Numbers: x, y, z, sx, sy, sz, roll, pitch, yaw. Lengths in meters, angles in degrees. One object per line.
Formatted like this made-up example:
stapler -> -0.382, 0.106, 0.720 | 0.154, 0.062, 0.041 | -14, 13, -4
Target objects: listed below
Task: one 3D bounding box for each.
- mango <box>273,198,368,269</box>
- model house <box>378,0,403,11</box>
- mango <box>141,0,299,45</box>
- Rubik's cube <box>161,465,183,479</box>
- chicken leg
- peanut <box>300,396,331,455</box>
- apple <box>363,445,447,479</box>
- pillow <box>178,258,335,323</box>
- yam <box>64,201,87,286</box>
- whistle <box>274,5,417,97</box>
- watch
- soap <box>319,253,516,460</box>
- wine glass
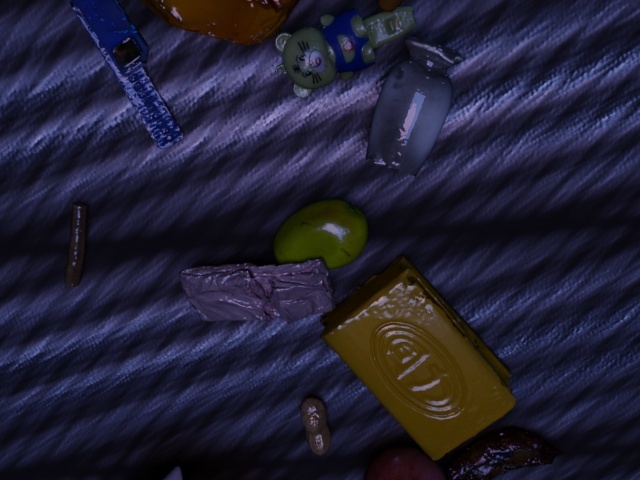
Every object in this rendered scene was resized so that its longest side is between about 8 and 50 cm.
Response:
mango -> -0.001, -0.006, 1.077 | 0.163, 0.089, 0.117 | -14, 120, 5
model house -> 0.146, -0.477, 0.919 | 0.271, 0.190, 0.301 | 20, 120, -8
mango -> -0.192, -0.396, 0.930 | 0.350, 0.201, 0.199 | 30, 61, 0
Rubik's cube -> -0.255, 0.600, 1.138 | 0.386, 0.358, 0.368 | -8, 69, -23
chicken leg -> 0.325, 0.407, 1.211 | 0.233, 0.063, 0.105 | -29, 109, 7
peanut -> -0.008, 0.340, 1.198 | 0.053, 0.054, 0.113 | -12, 102, 4
apple -> 0.156, 0.441, 1.180 | 0.153, 0.120, 0.153 | 25, 143, 21
pillow -> -0.104, 0.091, 1.094 | 0.248, 0.049, 0.135 | -3, 137, 9
yam -> -0.414, 0.007, 1.114 | 0.032, 0.032, 0.146 | 11, 106, -3
whistle -> 0.037, -0.297, 0.997 | 0.227, 0.085, 0.105 | -20, 114, 5
watch -> -0.305, -0.300, 0.971 | 0.068, 0.276, 0.275 | -35, 80, -11
soap -> 0.170, 0.203, 1.135 | 0.204, 0.096, 0.324 | -40, 102, 11
wine glass -> 0.142, -0.205, 1.009 | 0.111, 0.111, 0.205 | 19, 104, -5
